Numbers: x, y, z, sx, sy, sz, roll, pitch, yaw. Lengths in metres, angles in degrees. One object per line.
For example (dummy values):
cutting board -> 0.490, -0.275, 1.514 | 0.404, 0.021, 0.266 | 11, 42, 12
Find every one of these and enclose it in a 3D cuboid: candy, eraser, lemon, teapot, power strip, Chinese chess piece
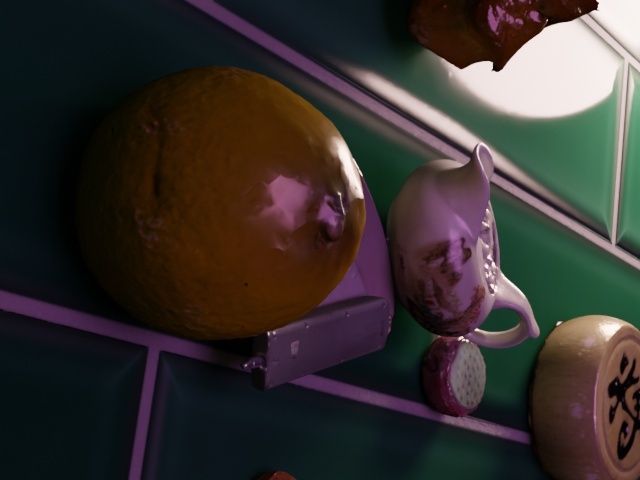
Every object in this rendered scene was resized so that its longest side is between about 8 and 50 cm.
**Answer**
candy -> 0.166, 0.167, 1.513 | 0.103, 0.043, 0.103 | 7, 81, -51
eraser -> -0.001, 0.000, 1.282 | 0.204, 0.059, 0.243 | -21, 109, -51
lemon -> -0.073, -0.030, 1.056 | 0.240, 0.219, 0.240 | -5, 97, -55
teapot -> 0.161, 0.016, 1.414 | 0.204, 0.139, 0.298 | -80, 155, -43
power strip -> -0.005, 0.101, 1.217 | 0.253, 0.027, 0.060 | -10, 108, -55
Chinese chess piece -> 0.401, 0.237, 1.776 | 0.257, 0.104, 0.257 | 2, 87, -53

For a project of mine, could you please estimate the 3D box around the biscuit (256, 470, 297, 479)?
biscuit -> -0.058, 0.299, 1.220 | 0.118, 0.023, 0.140 | 33, 63, -47

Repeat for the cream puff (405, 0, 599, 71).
cream puff -> 0.213, -0.314, 1.471 | 0.269, 0.241, 0.155 | -39, 117, -14
